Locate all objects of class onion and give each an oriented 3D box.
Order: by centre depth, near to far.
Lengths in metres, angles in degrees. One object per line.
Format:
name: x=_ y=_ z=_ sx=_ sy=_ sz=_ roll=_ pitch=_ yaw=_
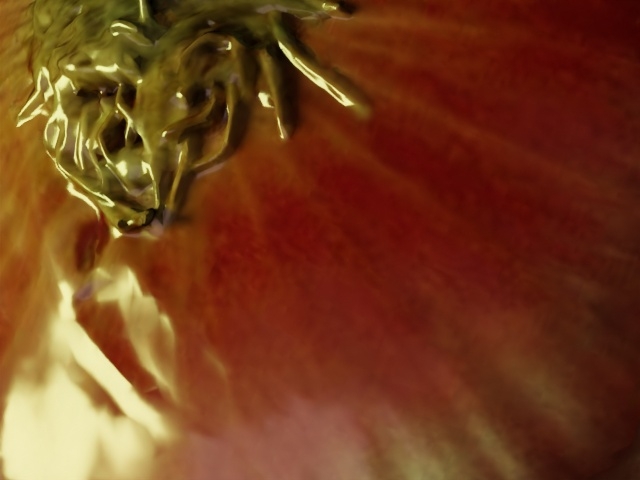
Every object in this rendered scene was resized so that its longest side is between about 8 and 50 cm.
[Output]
onion: x=0.000 y=0.000 z=0.588 sx=0.347 sy=0.285 sz=0.347 roll=-12 pitch=51 yaw=15
